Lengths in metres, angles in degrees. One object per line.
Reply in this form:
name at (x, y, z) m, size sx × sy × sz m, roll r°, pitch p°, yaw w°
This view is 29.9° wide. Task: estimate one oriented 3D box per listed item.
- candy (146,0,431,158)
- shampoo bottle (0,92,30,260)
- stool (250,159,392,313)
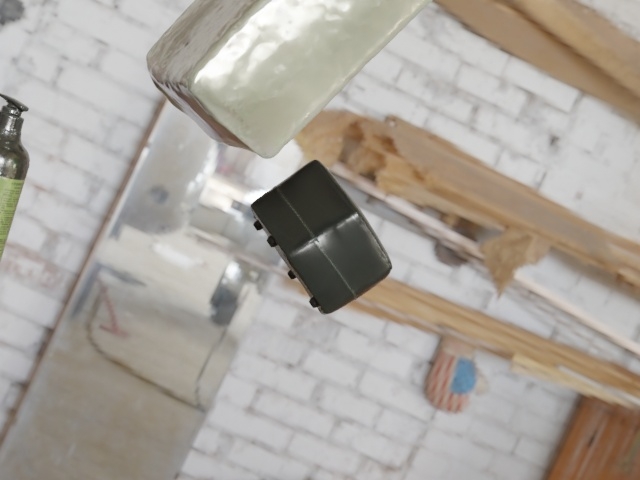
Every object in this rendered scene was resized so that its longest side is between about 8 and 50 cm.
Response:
candy at (-0.016, -0.259, 1.326) m, size 0.145 × 0.359 × 0.208 m, roll 45°, pitch -2°, yaw -26°
shampoo bottle at (-0.526, -0.091, 1.906) m, size 0.101 × 0.284 × 0.101 m, roll 18°, pitch 7°, yaw -2°
stool at (0.000, 0.000, 1.816) m, size 0.232 × 0.141 × 0.232 m, roll 54°, pitch -4°, yaw 5°
